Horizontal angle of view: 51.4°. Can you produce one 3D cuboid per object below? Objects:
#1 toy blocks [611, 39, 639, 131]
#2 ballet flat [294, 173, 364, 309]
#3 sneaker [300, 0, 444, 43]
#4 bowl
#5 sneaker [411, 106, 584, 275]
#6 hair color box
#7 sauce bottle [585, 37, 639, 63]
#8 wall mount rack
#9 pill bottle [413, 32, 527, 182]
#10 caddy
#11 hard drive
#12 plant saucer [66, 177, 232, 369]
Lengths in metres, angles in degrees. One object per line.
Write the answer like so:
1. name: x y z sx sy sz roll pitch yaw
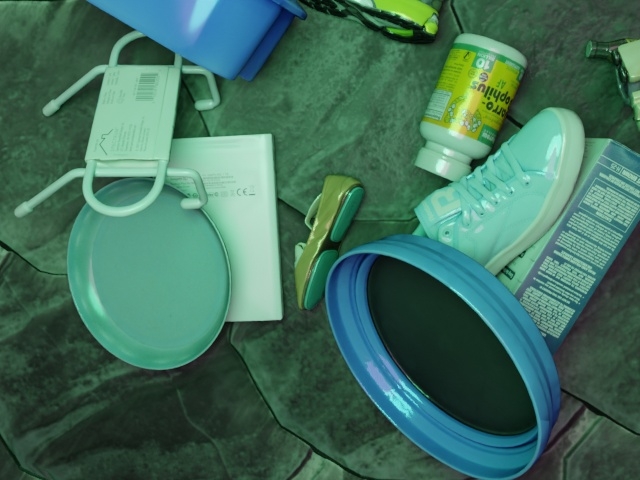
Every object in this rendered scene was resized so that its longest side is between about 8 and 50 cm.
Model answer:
1. toy blocks: 0.608 -0.144 0.959 0.309 0.260 0.288 -14 65 13
2. ballet flat: 0.000 0.000 1.096 0.073 0.080 0.232 27 97 28
3. sneaker: 0.056 -0.409 1.020 0.300 0.111 0.121 24 85 -2
4. bowl: 0.168 0.165 0.968 0.077 0.391 0.391 -33 95 -29
5. sneaker: 0.224 -0.040 0.959 0.150 0.135 0.366 10 127 -28
6. hair color box: 0.353 0.019 1.010 0.105 0.174 0.347 29 99 -3
7. sauce bottle: 0.478 -0.290 1.024 0.128 0.042 0.042 5 98 2
8. wall mount rack: -0.317 -0.158 1.015 0.304 0.130 0.350 0 60 2
9. pill bottle: 0.223 -0.196 1.018 0.118 0.117 0.208 23 99 1
10. caddy: -0.184 -0.368 0.927 0.341 0.241 0.179 30 104 -1
11. hard drive: -0.171 -0.018 1.111 0.203 0.040 0.307 -2 98 5
12. plant saucer: -0.277 0.053 1.093 0.318 0.044 0.317 4 100 22
